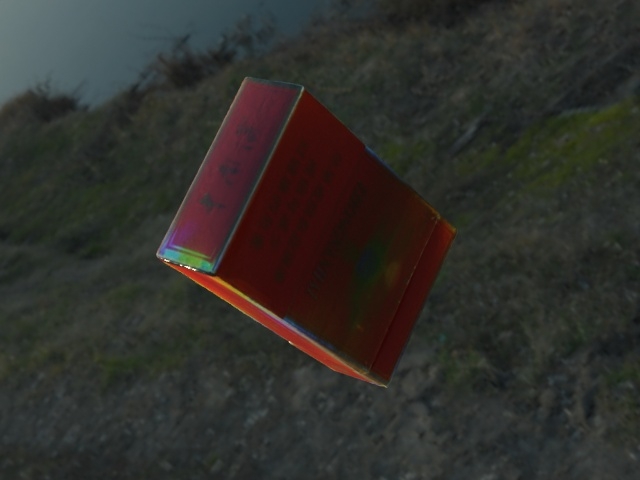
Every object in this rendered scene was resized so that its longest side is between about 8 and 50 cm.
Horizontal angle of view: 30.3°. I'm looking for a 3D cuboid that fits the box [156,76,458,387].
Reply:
[{"bbox_3d":[-0.001,0.000,0.663,0.048,0.175,0.112,15,73,41],"label":"box"}]
